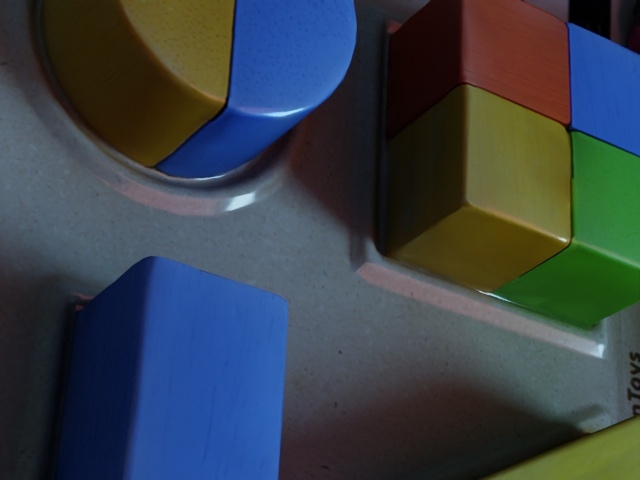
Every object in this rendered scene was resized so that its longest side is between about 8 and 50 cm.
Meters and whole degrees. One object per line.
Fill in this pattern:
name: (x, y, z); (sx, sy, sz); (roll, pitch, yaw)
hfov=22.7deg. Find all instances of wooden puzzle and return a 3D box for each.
wooden puzzle: (0.008, 0.019, 0.504); (0.347, 0.080, 0.322); (17, 59, -23)

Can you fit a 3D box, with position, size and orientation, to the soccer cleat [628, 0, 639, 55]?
soccer cleat: (0.291, -0.186, 1.035); (0.143, 0.116, 0.331); (37, 65, -49)
